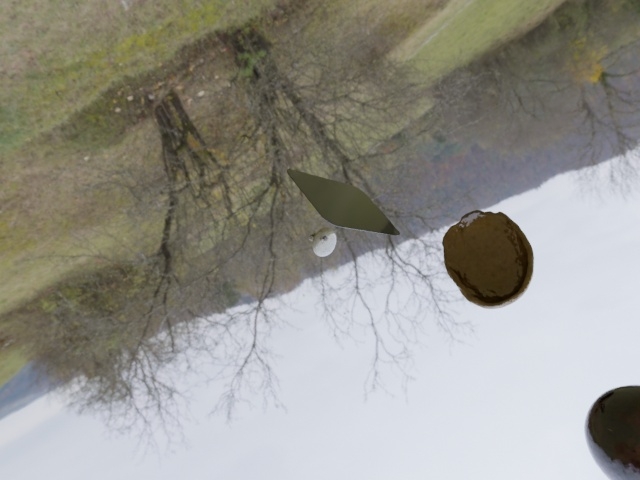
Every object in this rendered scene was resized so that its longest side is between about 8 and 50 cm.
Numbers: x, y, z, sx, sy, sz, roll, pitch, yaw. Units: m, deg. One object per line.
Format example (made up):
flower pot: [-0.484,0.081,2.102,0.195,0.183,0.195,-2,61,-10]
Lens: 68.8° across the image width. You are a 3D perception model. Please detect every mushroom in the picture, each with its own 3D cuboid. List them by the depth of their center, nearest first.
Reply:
mushroom: [0.000,0.000,1.301,0.079,0.085,0.085,19,-153,27]

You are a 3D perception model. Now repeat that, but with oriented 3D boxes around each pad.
pad: [0.055,-0.079,0.992,0.267,0.181,0.004,7,127,-49]

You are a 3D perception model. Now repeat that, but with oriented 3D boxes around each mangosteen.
mangosteen: [0.360,0.224,0.510,0.140,0.140,0.140,-28,180,0]

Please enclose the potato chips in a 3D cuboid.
potato chips: [0.304,0.033,0.851,0.150,0.201,0.049,-29,142,9]
